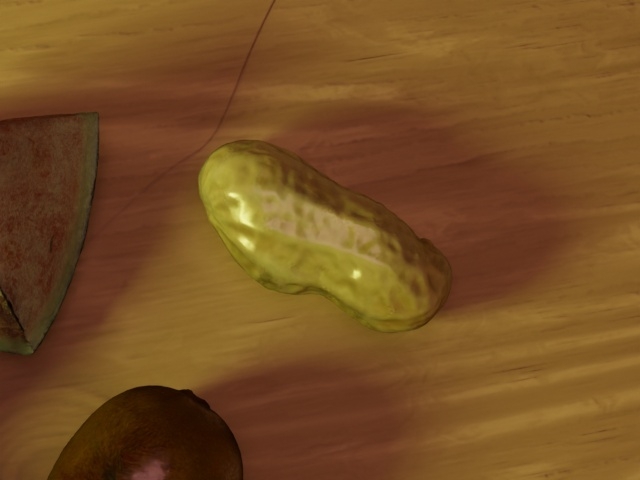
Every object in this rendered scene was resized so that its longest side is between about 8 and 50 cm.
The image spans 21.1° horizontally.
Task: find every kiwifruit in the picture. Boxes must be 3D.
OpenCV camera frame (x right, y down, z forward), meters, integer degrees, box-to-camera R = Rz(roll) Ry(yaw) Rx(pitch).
[{"bbox_3d":[-0.187,0.265,1.819,0.196,0.196,0.234,26,77,-2],"label":"kiwifruit"}]

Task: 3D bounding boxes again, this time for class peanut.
[{"bbox_3d":[0.000,0.000,1.936,0.313,0.152,0.152,28,74,-4],"label":"peanut"}]

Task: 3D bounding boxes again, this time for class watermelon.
[{"bbox_3d":[-0.387,-0.073,1.853,0.283,0.292,0.250,14,45,-4],"label":"watermelon"}]
